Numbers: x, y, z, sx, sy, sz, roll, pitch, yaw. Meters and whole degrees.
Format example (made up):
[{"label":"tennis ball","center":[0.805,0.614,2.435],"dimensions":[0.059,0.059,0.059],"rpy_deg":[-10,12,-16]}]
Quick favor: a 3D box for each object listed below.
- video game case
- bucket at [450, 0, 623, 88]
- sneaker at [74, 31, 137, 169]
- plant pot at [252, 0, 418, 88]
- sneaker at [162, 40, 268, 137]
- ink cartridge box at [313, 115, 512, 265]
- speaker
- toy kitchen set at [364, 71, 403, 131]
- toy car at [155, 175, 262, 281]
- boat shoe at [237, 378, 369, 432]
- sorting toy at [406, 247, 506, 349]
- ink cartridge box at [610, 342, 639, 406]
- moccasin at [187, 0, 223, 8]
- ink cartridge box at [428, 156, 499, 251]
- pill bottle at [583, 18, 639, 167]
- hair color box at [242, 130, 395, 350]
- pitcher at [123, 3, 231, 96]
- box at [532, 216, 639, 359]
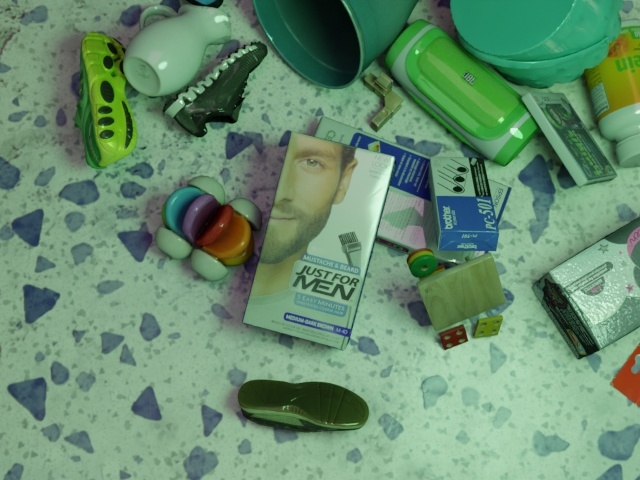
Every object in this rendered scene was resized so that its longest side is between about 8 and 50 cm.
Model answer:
[{"label":"video game case","center":[0.451,-0.185,1.714],"dimensions":[0.022,0.173,0.190],"rpy_deg":[-37,75,33]},{"label":"bucket","center":[0.375,-0.417,1.693],"dimensions":[0.281,0.183,0.281],"rpy_deg":[-6,79,34]},{"label":"sneaker","center":[-0.407,-0.260,1.734],"dimensions":[0.109,0.123,0.295],"rpy_deg":[20,49,-38]},{"label":"plant pot","center":[0.055,-0.459,1.732],"dimensions":[0.272,0.271,0.255],"rpy_deg":[43,64,10]},{"label":"sneaker","center":[-0.174,-0.273,1.767],"dimensions":[0.234,0.078,0.106],"rpy_deg":[-41,95,-18]},{"label":"ink cartridge box","center":[0.140,-0.078,1.723],"dimensions":[0.371,0.069,0.175],"rpy_deg":[21,76,7]},{"label":"speaker","center":[0.260,-0.271,1.743],"dimensions":[0.296,0.131,0.131],"rpy_deg":[42,79,9]},{"label":"toy kitchen set","center":[0.101,-0.264,1.768],"dimensions":[0.083,0.068,0.075],"rpy_deg":[42,79,10]},{"label":"toy car","center":[-0.200,-0.029,1.669],"dimensions":[0.182,0.136,0.159],"rpy_deg":[32,78,7]},{"label":"boat shoe","center":[-0.029,0.288,1.623],"dimensions":[0.224,0.073,0.080],"rpy_deg":[7,51,5]},{"label":"sorting toy","center":[0.235,0.082,1.607],"dimensions":[0.132,0.274,0.046],"rpy_deg":[-23,46,4]},{"label":"ink cartridge box","center":[0.622,0.249,1.655],"dimensions":[0.179,0.045,0.145],"rpy_deg":[39,78,6]},{"label":"moccasin","center":[-0.298,-0.579,1.827],"dimensions":[0.138,0.117,0.342],"rpy_deg":[-27,82,5]},{"label":"ink cartridge box","center":[0.239,-0.065,1.614],"dimensions":[0.097,0.046,0.207],"rpy_deg":[1,41,0]},{"label":"pill bottle","center":[0.565,-0.264,1.738],"dimensions":[0.136,0.136,0.245],"rpy_deg":[-10,76,-3]},{"label":"hair color box","center":[0.000,0.000,1.634],"dimensions":[0.185,0.110,0.338],"rpy_deg":[14,90,5]},{"label":"pitcher","center":[-0.289,-0.362,1.753],"dimensions":[0.178,0.125,0.207],"rpy_deg":[20,48,20]},{"label":"box","center":[0.522,0.070,1.648],"dimensions":[0.247,0.142,0.163],"rpy_deg":[-29,78,-8]}]
